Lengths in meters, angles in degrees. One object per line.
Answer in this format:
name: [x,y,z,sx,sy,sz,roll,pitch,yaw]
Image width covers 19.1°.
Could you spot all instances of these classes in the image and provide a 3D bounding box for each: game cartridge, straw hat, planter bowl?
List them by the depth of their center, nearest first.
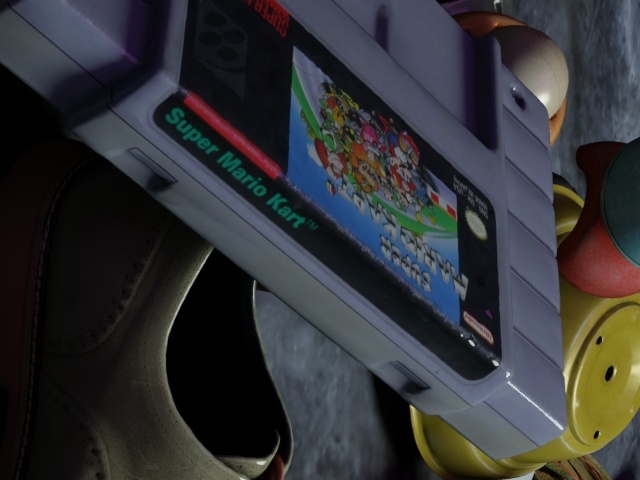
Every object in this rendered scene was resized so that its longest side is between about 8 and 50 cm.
game cartridge: [-0.003,-0.073,0.869,0.355,0.068,0.230,40,32,-35]
planter bowl: [0.162,0.077,1.272,0.217,0.090,0.217,-22,121,-43]
straw hat: [0.178,0.203,1.467,0.061,0.144,0.144,-46,158,18]

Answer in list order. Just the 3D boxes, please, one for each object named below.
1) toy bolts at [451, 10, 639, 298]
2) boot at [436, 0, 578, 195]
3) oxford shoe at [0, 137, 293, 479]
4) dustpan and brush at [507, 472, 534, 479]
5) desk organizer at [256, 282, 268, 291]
toy bolts: [0.143,-0.014,1.123,0.228,0.158,0.218,12,79,-19]
boot: [0.114,-0.088,1.286,0.189,0.076,0.208,-35,121,-54]
oxford shoe: [-0.081,0.130,0.895,0.123,0.130,0.348,-31,124,-56]
dustpan and brush: [0.136,0.081,1.387,0.211,0.060,0.147,-59,140,-25]
desk organizer: [0.000,0.000,1.018,0.047,0.130,0.050,-49,139,-47]
